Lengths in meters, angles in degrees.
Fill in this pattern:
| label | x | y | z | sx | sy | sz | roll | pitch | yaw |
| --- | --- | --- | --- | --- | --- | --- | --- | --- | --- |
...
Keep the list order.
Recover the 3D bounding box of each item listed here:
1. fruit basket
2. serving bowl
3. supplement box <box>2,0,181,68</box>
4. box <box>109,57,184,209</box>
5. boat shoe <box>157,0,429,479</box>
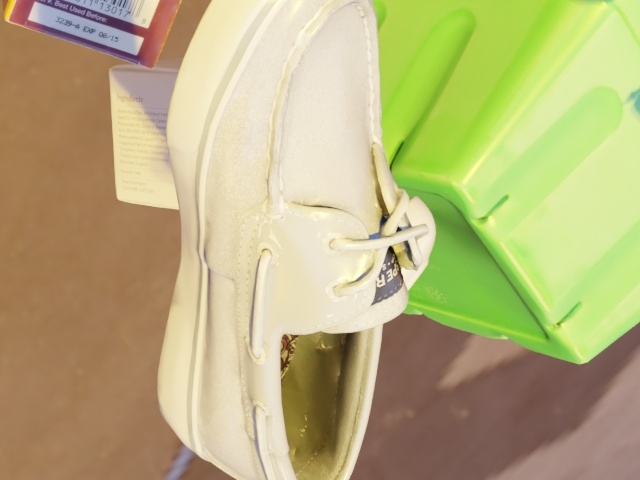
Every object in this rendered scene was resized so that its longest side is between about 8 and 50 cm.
| label | x | y | z | sx | sy | sz | roll | pitch | yaw |
| --- | --- | --- | --- | --- | --- | --- | --- | --- | --- |
| fruit basket | 0.142 | -0.120 | 1.269 | 0.392 | 0.392 | 0.283 | -41 | 124 | -4 |
| serving bowl | 0.034 | 0.018 | 1.002 | 0.083 | 0.027 | 0.083 | -51 | 176 | -5 |
| supplement box | -0.155 | -0.197 | 1.304 | 0.104 | 0.188 | 0.081 | 18 | 112 | -20 |
| box | -0.051 | -0.094 | 1.628 | 0.181 | 0.182 | 0.119 | -11 | 103 | -41 |
| boat shoe | -0.001 | 0.001 | 0.653 | 0.079 | 0.081 | 0.227 | -33 | 146 | -38 |
